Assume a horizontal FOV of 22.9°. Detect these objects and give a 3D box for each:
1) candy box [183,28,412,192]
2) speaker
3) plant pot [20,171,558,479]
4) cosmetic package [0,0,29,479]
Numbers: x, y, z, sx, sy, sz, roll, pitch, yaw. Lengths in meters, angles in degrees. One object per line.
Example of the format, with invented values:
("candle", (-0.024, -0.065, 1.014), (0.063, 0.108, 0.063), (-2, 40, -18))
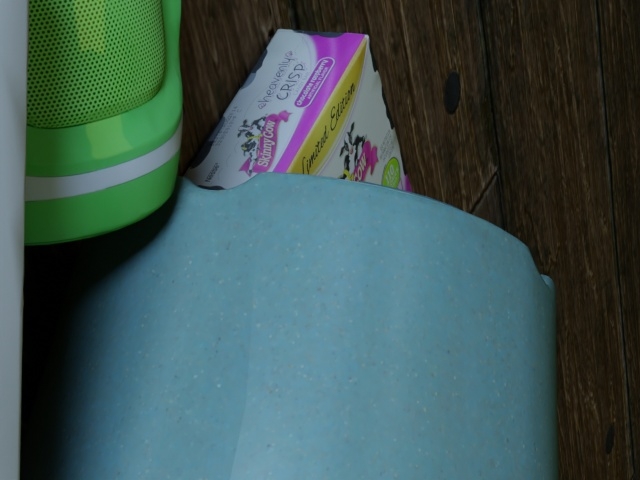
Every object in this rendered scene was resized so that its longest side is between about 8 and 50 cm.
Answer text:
("candy box", (0.000, 0.000, 1.039), (0.159, 0.071, 0.233), (-62, 146, -36))
("speaker", (-0.132, -0.153, 0.671), (0.131, 0.131, 0.296), (-41, 131, -54))
("plant pot", (-0.020, 0.164, 0.780), (0.341, 0.341, 0.334), (46, 48, -58))
("cosmetic package", (-0.213, 0.038, 0.518), (0.197, 0.155, 0.365), (-14, 110, -59))
